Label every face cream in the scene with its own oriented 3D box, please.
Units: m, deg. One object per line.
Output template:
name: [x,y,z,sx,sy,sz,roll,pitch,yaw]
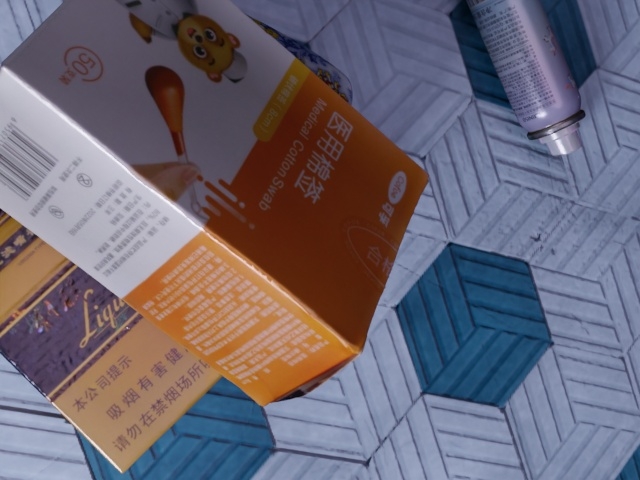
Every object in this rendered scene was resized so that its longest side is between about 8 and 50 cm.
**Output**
face cream: [0.229,-0.202,1.011,0.075,0.075,0.229,-27,98,-20]

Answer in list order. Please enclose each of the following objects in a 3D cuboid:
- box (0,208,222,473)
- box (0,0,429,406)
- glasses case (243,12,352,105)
box: [-0.199,0.063,0.795,0.152,0.070,0.237,-43,99,-9]
box: [-0.091,-0.055,0.758,0.341,0.143,0.225,40,47,-16]
glasses case: [-0.084,-0.176,0.882,0.248,0.065,0.087,24,53,-18]
